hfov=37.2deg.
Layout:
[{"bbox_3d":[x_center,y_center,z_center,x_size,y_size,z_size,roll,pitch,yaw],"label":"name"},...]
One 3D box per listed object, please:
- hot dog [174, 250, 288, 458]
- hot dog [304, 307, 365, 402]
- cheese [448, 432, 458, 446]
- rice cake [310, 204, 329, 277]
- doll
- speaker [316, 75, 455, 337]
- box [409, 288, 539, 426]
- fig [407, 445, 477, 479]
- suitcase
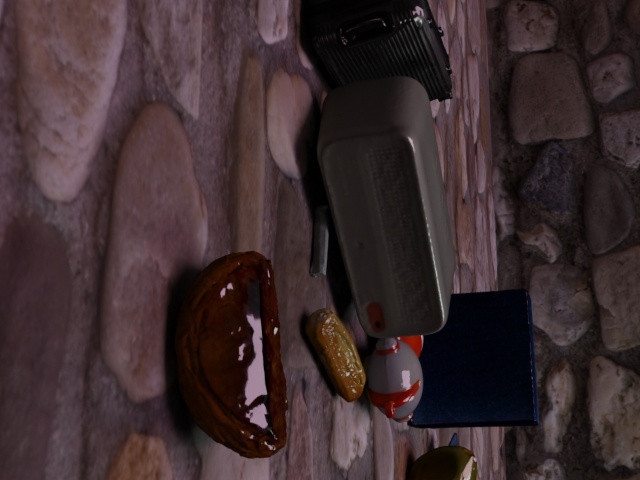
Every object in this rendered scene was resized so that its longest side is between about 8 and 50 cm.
[{"bbox_3d":[-0.091,0.124,1.046,0.160,0.099,0.227,43,44,-65],"label":"hot dog"},{"bbox_3d":[0.024,0.174,1.475,0.066,0.047,0.215,-45,140,-17],"label":"hot dog"},{"bbox_3d":[0.309,0.606,2.191,0.204,0.083,0.320,-31,117,-68],"label":"cheese"},{"bbox_3d":[0.000,0.000,1.483,0.021,0.022,0.121,56,34,-59],"label":"rice cake"},{"bbox_3d":[0.135,0.221,1.738,0.336,0.105,0.200,-76,157,-63],"label":"doll"},{"bbox_3d":[0.111,-0.044,1.558,0.184,0.183,0.406,-77,157,-58],"label":"speaker"},{"bbox_3d":[0.322,0.257,2.027,0.116,0.261,0.279,43,45,-68],"label":"box"},{"bbox_3d":[0.254,0.495,1.953,0.165,0.154,0.144,-64,-149,12],"label":"fig"},{"bbox_3d":[0.105,-0.327,1.610,0.312,0.202,0.128,47,32,-62],"label":"suitcase"}]
